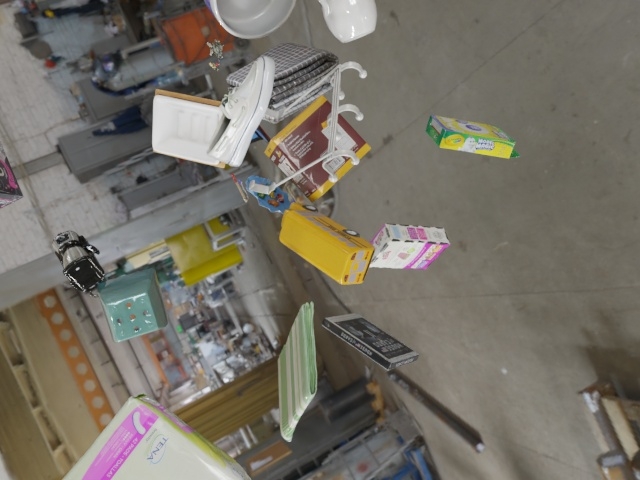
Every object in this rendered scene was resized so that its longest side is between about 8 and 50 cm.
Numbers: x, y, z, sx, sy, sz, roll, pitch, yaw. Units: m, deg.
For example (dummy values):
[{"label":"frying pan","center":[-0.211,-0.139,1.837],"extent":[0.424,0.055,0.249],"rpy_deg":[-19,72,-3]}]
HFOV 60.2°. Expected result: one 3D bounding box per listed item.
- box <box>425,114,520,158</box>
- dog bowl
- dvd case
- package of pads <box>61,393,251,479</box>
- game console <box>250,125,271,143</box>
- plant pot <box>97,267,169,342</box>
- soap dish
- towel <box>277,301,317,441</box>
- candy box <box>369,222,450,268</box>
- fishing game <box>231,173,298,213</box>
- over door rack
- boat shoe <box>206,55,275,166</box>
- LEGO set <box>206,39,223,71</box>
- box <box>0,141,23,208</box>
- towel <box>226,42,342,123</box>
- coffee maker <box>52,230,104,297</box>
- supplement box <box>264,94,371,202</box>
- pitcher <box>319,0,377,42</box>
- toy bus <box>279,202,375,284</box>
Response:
[{"label":"box","center":[0.321,-0.215,1.153],"extent":[0.105,0.180,0.043],"rpy_deg":[-105,26,-59]},{"label":"dog bowl","center":[-0.201,-0.723,1.578],"extent":[0.104,0.265,0.264],"rpy_deg":[54,161,34]},{"label":"dvd case","center":[0.144,0.283,1.577],"extent":[0.239,0.179,0.029],"rpy_deg":[29,104,31]},{"label":"package of pads","center":[-0.305,0.462,1.054],"extent":[0.297,0.229,0.101],"rpy_deg":[37,169,6]},{"label":"game console","center":[-0.235,-0.349,1.859],"extent":[0.124,0.085,0.144],"rpy_deg":[44,179,29]},{"label":"plant pot","center":[-0.517,0.187,1.527],"extent":[0.234,0.166,0.165],"rpy_deg":[-171,65,-72]},{"label":"soap dish","center":[-0.453,-0.403,1.972],"extent":[0.118,0.291,0.228],"rpy_deg":[-47,-31,-64]},{"label":"towel","center":[-0.059,0.335,1.378],"extent":[0.324,0.038,0.247],"rpy_deg":[112,160,-48]},{"label":"candy box","center":[0.278,0.022,1.800],"extent":[0.159,0.234,0.071],"rpy_deg":[-55,41,46]},{"label":"fishing game","center":[-0.173,-0.164,1.899],"extent":[0.041,0.264,0.189],"rpy_deg":[-50,51,29]},{"label":"over door rack","center":[-0.022,-0.252,1.307],"extent":[0.324,0.108,0.239],"rpy_deg":[-13,65,44]},{"label":"boat shoe","center":[-0.156,-0.248,1.059],"extent":[0.226,0.076,0.083],"rpy_deg":[-67,30,20]},{"label":"LEGO set","center":[-0.238,-0.433,1.278],"extent":[0.054,0.024,0.083],"rpy_deg":[5,-105,-64]},{"label":"box","center":[-0.981,-0.211,1.550],"extent":[0.163,0.142,0.247],"rpy_deg":[3,-116,-82]},{"label":"towel","center":[-0.114,-0.475,1.611],"extent":[0.235,0.284,0.121],"rpy_deg":[32,149,43]},{"label":"coffee maker","center":[-0.780,0.078,1.786],"extent":[0.178,0.120,0.171],"rpy_deg":[43,139,42]},{"label":"supplement box","center":[-0.011,-0.243,1.488],"extent":[0.194,0.191,0.129],"rpy_deg":[47,167,-5]},{"label":"pitcher","center":[0.037,-0.576,1.304],"extent":[0.126,0.178,0.207],"rpy_deg":[1,116,57]},{"label":"toy bus","center":[0.000,0.000,1.529],"extent":[0.333,0.130,0.108],"rpy_deg":[33,114,40]}]
